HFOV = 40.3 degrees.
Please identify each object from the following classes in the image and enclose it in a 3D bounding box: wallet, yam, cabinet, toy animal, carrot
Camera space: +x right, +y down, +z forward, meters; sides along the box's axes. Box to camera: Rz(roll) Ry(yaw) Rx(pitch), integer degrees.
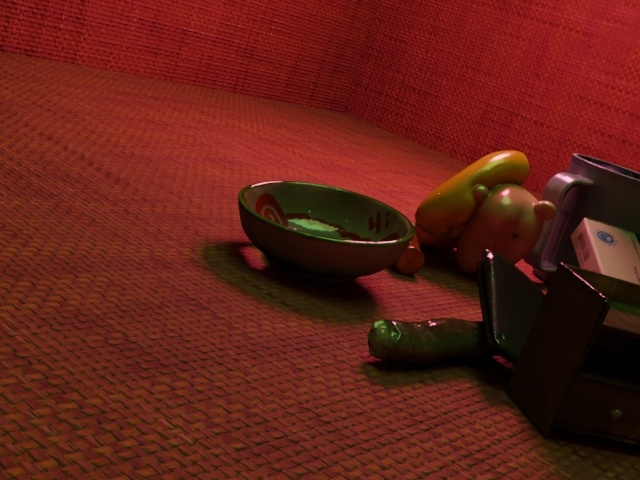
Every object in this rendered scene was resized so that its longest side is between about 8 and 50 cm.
[{"bbox_3d":[0.323,0.132,1.420,0.168,0.052,0.245,36,30,-17],"label":"wallet"},{"bbox_3d":[0.191,0.154,1.348,0.317,0.067,0.071,6,17,-44],"label":"yam"},{"bbox_3d":[0.404,0.174,1.244,0.174,0.215,0.148,15,16,-17],"label":"cabinet"},{"bbox_3d":[0.349,-0.019,1.956,0.277,0.345,0.247,-24,75,-41],"label":"toy animal"},{"bbox_3d":[0.170,0.007,1.845,0.087,0.087,0.193,17,16,-5],"label":"carrot"}]

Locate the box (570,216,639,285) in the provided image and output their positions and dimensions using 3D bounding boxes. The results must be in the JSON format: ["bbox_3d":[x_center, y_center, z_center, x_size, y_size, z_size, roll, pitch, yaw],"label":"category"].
[{"bbox_3d":[0.669,0.104,1.864,0.200,0.065,0.343,15,40,-12],"label":"box"}]

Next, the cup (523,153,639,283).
[{"bbox_3d":[0.669,-0.022,2.104,0.256,0.311,0.331,24,16,24],"label":"cup"}]

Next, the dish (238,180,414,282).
[{"bbox_3d":[0.000,0.000,1.591,0.324,0.124,0.324,10,19,-4],"label":"dish"}]
